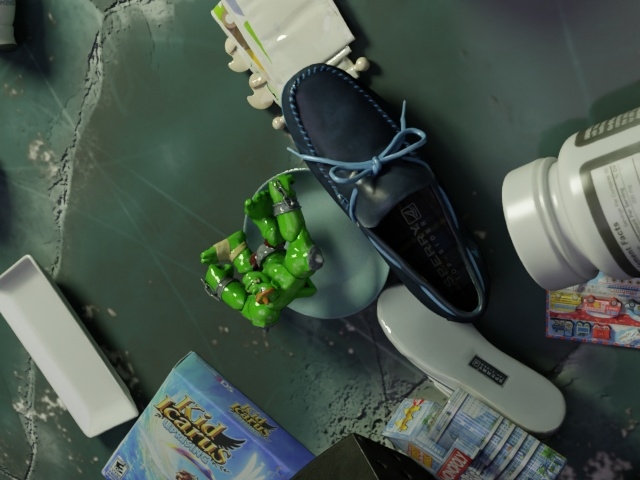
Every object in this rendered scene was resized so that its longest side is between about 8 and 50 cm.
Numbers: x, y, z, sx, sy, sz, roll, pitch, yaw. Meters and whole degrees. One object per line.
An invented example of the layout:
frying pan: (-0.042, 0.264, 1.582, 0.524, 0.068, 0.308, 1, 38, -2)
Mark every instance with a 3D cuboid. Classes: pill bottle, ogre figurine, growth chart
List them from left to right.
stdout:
ogre figurine: (-0.063, 0.024, 1.292, 0.197, 0.097, 0.118, -45, 70, 17)
growth chart: (-0.049, -0.257, 1.253, 0.172, 0.021, 0.237, -21, 100, 30)
pill bottle: (0.338, -0.055, 1.075, 0.283, 0.161, 0.161, -22, 100, 31)

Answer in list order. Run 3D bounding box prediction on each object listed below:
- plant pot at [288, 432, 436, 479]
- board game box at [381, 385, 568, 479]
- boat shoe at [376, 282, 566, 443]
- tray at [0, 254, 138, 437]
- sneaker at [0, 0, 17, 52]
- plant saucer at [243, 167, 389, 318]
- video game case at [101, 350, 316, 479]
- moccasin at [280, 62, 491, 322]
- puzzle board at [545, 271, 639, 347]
plant pot: (0.061, 0.352, 1.338, 0.187, 0.188, 0.167, 29, 101, -25)
board game box: (0.171, 0.248, 1.277, 0.194, 0.060, 0.194, 32, 157, 11)
boat shoe: (0.167, 0.154, 1.281, 0.258, 0.095, 0.084, 41, 154, 19)
tray: (-0.363, 0.150, 1.546, 0.145, 0.030, 0.270, -30, 96, 42)
sneaker: (-0.514, -0.336, 1.402, 0.297, 0.111, 0.129, 19, 105, 10)
plant saucer: (0.000, 0.000, 1.325, 0.194, 0.037, 0.195, 9, 114, 21)
video game case: (-0.146, 0.328, 1.512, 0.269, 0.061, 0.244, 40, 120, 6)
moccasin: (0.089, -0.058, 1.199, 0.137, 0.117, 0.342, -42, 98, 1)
puzzle board: (0.318, 0.073, 1.223, 0.128, 0.011, 0.096, 5, 112, 22)
